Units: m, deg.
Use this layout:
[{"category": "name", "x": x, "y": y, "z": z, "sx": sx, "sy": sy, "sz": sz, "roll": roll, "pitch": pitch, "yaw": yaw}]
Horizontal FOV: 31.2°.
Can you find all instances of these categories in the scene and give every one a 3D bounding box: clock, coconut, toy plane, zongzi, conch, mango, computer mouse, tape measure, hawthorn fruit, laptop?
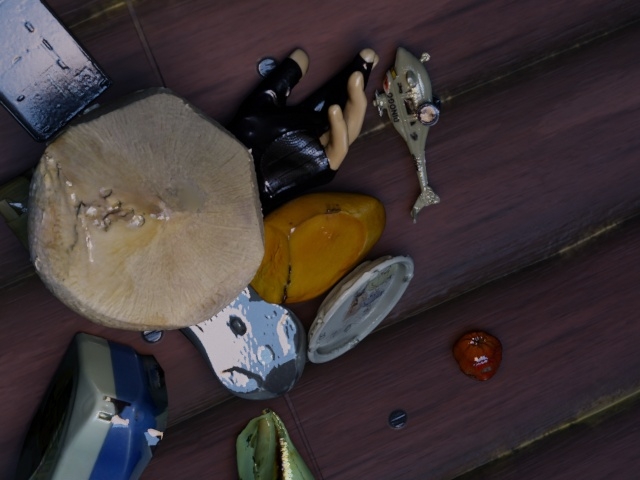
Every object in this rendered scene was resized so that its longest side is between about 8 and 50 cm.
[{"category": "clock", "x": 0.055, "y": 0.102, "z": 1.868, "sx": 0.236, "sy": 0.236, "sz": 0.053, "roll": -46, "pitch": 67, "yaw": 0}, {"category": "coconut", "x": -0.245, "y": -0.040, "z": 1.611, "sx": 0.346, "sy": 0.360, "sz": 0.346, "roll": 3, "pitch": 81, "yaw": -18}, {"category": "toy plane", "x": 0.152, "y": -0.174, "z": 1.868, "sx": 0.108, "sy": 0.092, "sz": 0.286, "roll": -12, "pitch": 107, "yaw": 10}, {"category": "zongzi", "x": -0.396, "y": -0.057, "z": 1.759, "sx": 0.176, "sy": 0.078, "sz": 0.160, "roll": -39, "pitch": 126, "yaw": -19}, {"category": "conch", "x": -0.075, "y": 0.429, "z": 1.929, "sx": 0.143, "sy": 0.137, "sz": 0.250, "roll": -30, "pitch": 110, "yaw": -5}, {"category": "mango", "x": 0.000, "y": 0.000, "z": 1.825, "sx": 0.257, "sy": 0.138, "sz": 0.187, "roll": -15, "pitch": 133, "yaw": -46}, {"category": "computer mouse", "x": -0.169, "y": 0.097, "z": 1.850, "sx": 0.167, "sy": 0.090, "sz": 0.379, "roll": -39, "pitch": 99, "yaw": -13}, {"category": "tape measure", "x": -0.358, "y": 0.296, "z": 1.761, "sx": 0.138, "sy": 0.259, "sz": 0.262, "roll": 27, "pitch": 100, "yaw": -19}, {"category": "hawthorn fruit", "x": 0.277, "y": 0.204, "z": 2.004, "sx": 0.093, "sy": 0.093, "sz": 0.093, "roll": -4, "pitch": 105, "yaw": -14}, {"category": "laptop", "x": -0.433, "y": -0.265, "z": 1.711, "sx": 0.154, "sy": 0.026, "sz": 0.207, "roll": -40, "pitch": 111, "yaw": -3}]

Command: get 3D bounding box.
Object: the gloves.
[{"category": "gloves", "x": -0.025, "y": -0.192, "z": 1.777, "sx": 0.301, "sy": 0.152, "sz": 0.197, "roll": -43, "pitch": 73, "yaw": 4}]
